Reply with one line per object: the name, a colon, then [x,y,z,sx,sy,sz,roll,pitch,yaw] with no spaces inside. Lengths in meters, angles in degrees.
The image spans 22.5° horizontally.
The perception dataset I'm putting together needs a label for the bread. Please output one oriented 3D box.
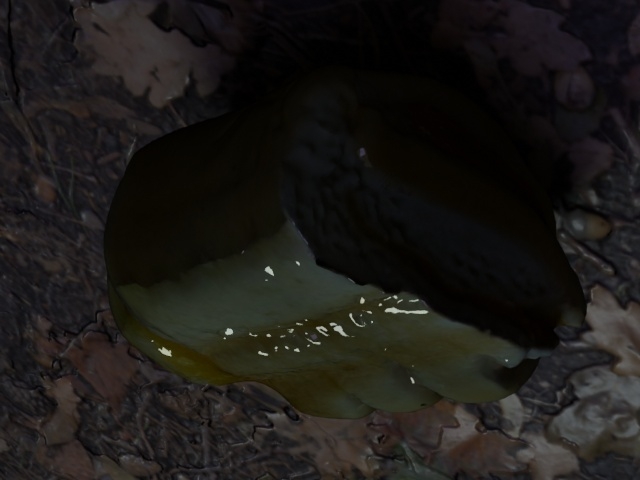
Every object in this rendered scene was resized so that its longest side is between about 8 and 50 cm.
bread: [0.000,0.000,1.207,0.301,0.210,0.341,28,150,-28]
